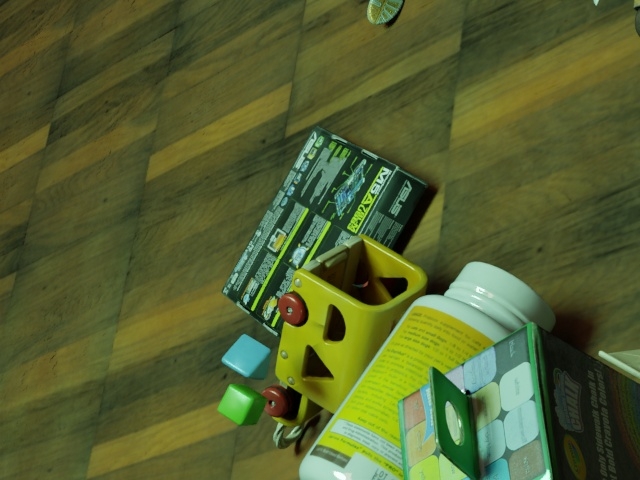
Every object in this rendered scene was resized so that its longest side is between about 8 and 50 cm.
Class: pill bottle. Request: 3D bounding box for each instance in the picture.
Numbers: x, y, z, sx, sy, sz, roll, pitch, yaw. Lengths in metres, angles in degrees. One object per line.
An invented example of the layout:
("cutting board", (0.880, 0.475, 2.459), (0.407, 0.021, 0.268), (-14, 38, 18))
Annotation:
("pill bottle", (0.087, 0.124, 1.382), (0.215, 0.117, 0.117), (-54, 30, -17))

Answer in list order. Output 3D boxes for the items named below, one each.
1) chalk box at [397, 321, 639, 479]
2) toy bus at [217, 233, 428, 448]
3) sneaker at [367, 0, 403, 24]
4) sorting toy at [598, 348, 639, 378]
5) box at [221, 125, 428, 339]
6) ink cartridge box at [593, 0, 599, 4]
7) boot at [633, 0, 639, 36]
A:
("chalk box", (0.140, 0.155, 1.242), (0.132, 0.213, 0.132), (-35, 41, 35))
("toy bus", (0.024, 0.100, 1.535), (0.104, 0.202, 0.191), (31, 84, 27))
("sneaker", (0.065, -0.247, 1.818), (0.037, 0.032, 0.083), (-21, 44, 63))
("sorting toy", (0.243, 0.095, 1.291), (0.083, 0.062, 0.012), (32, 118, 57))
("box", (0.000, 0.000, 1.698), (0.190, 0.045, 0.184), (-61, 31, 1))
("ink cartridge box", (0.322, -0.380, 1.434), (0.308, 0.091, 0.385), (-78, 10, -67))
("boot", (0.285, -0.035, 1.175), (0.090, 0.248, 0.207), (146, 148, -86))
